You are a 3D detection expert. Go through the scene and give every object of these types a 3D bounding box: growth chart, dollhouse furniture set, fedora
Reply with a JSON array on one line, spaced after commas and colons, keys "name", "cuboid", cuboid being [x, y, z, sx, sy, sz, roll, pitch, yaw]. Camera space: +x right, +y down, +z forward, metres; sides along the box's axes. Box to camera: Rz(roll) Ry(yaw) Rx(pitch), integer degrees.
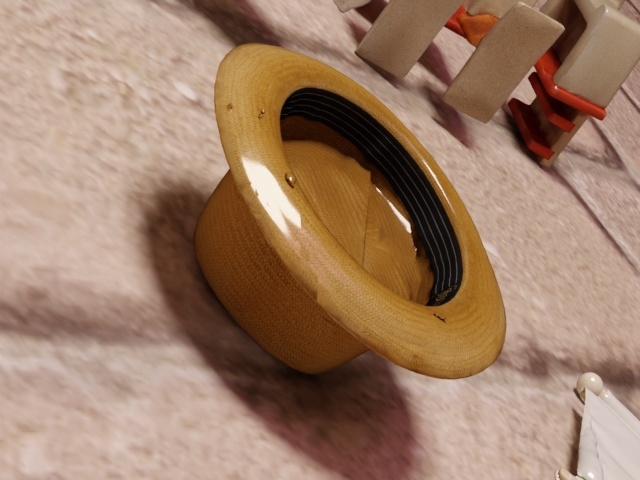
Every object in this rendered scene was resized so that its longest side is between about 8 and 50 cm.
[{"name": "growth chart", "cuboid": [0.191, 0.158, 1.092, 0.172, 0.021, 0.237, 48, 18, -2]}, {"name": "dollhouse furniture set", "cuboid": [0.105, -0.171, 1.461, 0.259, 0.135, 0.262, 26, 26, -25]}, {"name": "fedora", "cuboid": [0.000, 0.000, 0.885, 0.194, 0.079, 0.194, 39, 26, -24]}]

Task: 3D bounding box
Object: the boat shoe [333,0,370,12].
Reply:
[{"name": "boat shoe", "cuboid": [-0.085, -0.232, 1.123, 0.302, 0.103, 0.113, 46, 1, -4]}]
